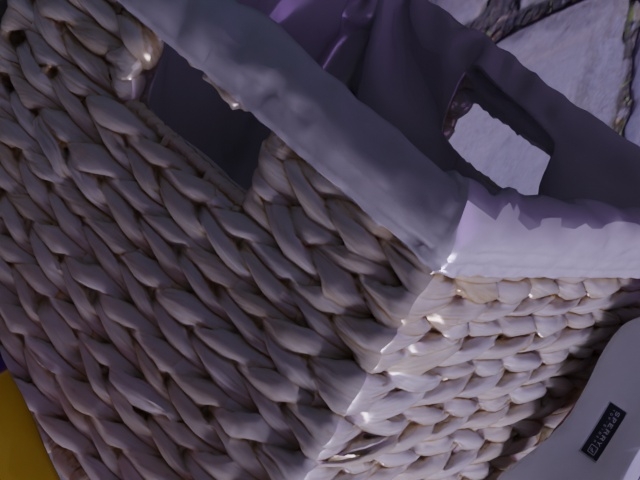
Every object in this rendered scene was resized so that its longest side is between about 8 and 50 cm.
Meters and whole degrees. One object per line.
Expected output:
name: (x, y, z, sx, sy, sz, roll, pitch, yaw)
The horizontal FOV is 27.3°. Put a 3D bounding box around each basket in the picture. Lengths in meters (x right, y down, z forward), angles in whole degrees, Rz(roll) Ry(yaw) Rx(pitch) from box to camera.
basket: (0.000, 0.000, 0.767, 0.331, 0.328, 0.266, -1, 125, -52)

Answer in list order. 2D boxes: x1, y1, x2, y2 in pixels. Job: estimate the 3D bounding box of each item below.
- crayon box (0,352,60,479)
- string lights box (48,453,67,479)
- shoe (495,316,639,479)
crayon box: (-0.298, -0.002, 0.399, 0.313, 0.106, 0.363, -27, 97, -33)
string lights box: (-0.162, 0.211, 0.831, 0.077, 0.133, 0.260, -35, 173, -27)
shoe: (0.158, 0.121, 0.725, 0.081, 0.063, 0.178, 16, 110, -56)
